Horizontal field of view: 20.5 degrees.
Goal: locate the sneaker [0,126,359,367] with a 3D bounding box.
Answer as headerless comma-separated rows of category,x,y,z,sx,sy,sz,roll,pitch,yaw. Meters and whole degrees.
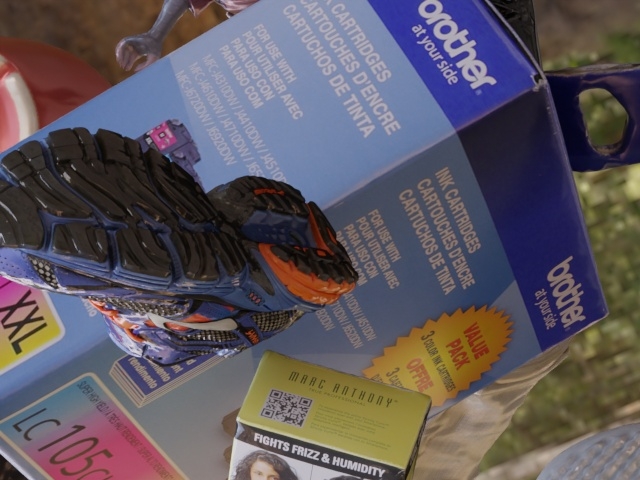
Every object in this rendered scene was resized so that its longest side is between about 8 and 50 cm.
sneaker,-0.071,0.017,0.766,0.221,0.087,0.083,16,-146,-53

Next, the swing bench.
swing bench,0.068,0.123,1.676,0.255,0.253,0.165,34,-137,7

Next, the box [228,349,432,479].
box,-0.008,0.168,0.881,0.058,0.087,0.232,-64,-13,-52

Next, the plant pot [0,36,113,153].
plant pot,-0.336,-0.089,1.757,0.243,0.275,0.275,32,-146,-82

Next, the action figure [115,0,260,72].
action figure,-0.078,-0.281,1.718,0.370,0.248,0.275,34,-106,-70

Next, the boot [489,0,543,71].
boot,0.046,-0.159,1.115,0.094,0.246,0.207,10,103,54

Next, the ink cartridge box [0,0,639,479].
ink cartridge box,0.000,0.000,1.000,0.151,0.395,0.270,58,179,32

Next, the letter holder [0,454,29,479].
letter holder,-0.252,0.120,1.465,0.152,0.302,0.214,48,-179,0

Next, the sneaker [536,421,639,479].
sneaker,0.317,0.209,1.138,0.150,0.366,0.135,54,-133,-46
